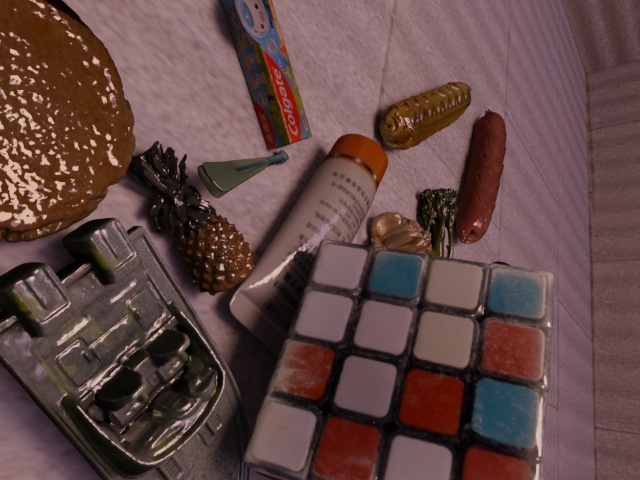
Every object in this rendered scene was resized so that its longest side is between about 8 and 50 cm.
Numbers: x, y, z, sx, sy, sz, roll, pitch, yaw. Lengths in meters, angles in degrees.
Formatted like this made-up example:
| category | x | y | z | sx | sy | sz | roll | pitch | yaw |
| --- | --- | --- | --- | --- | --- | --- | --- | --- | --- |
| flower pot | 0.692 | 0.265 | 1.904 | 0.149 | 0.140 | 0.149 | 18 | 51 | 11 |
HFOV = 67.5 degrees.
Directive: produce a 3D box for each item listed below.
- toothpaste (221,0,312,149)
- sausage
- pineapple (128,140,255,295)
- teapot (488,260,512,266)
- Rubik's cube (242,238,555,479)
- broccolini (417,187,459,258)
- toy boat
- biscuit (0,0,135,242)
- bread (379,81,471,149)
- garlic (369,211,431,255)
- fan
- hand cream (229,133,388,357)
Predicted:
| category | x | y | z | sx | sy | sz | roll | pitch | yaw |
| --- | --- | --- | --- | --- | --- | --- | --- | --- | --- |
| toothpaste | -0.072 | -0.212 | 0.597 | 0.070 | 0.044 | 0.193 | -33 | 110 | -48 |
| sausage | 0.394 | -0.168 | 1.158 | 0.088 | 0.088 | 0.433 | 48 | 50 | -37 |
| pineapple | -0.130 | -0.023 | 0.483 | 0.159 | 0.074 | 0.074 | 59 | 44 | -17 |
| teapot | 0.417 | 0.119 | 1.140 | 0.173 | 0.116 | 0.116 | 75 | 29 | -58 |
| Rubik's cube | 0.102 | 0.180 | 0.540 | 0.259 | 0.253 | 0.256 | 73 | 32 | -54 |
| broccolini | 0.215 | 0.088 | 0.928 | 0.074 | 0.079 | 0.392 | 21 | 76 | -60 |
| toy boat | -0.142 | 0.139 | 0.420 | 0.141 | 0.092 | 0.319 | -47 | 122 | -42 |
| biscuit | -0.247 | -0.104 | 0.360 | 0.226 | 0.042 | 0.225 | 8 | 81 | -53 |
| bread | 0.218 | -0.255 | 0.952 | 0.077 | 0.084 | 0.367 | 39 | 39 | 12 |
| garlic | 0.132 | 0.000 | 0.805 | 0.113 | 0.094 | 0.074 | 60 | 3 | -20 |
| fan | -0.079 | -0.086 | 0.551 | 0.038 | 0.016 | 0.193 | 57 | 25 | -5 |
| hand cream | 0.000 | 0.000 | 0.630 | 0.139 | 0.089 | 0.314 | 57 | 49 | -38 |
